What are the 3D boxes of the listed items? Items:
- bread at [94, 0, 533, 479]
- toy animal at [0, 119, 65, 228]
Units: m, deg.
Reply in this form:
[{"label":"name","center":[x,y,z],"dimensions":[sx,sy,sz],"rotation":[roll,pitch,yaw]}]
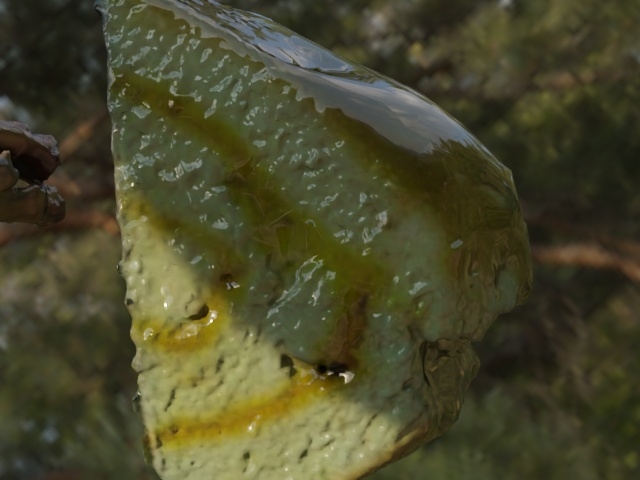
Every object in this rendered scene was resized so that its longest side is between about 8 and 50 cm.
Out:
[{"label":"bread","center":[0.001,-0.006,0.534],"dimensions":[0.110,0.156,0.103],"rotation":[-5,11,13]},{"label":"toy animal","center":[-0.200,0.041,0.664],"dimensions":[0.275,0.054,0.149],"rotation":[-33,-25,-32]}]
